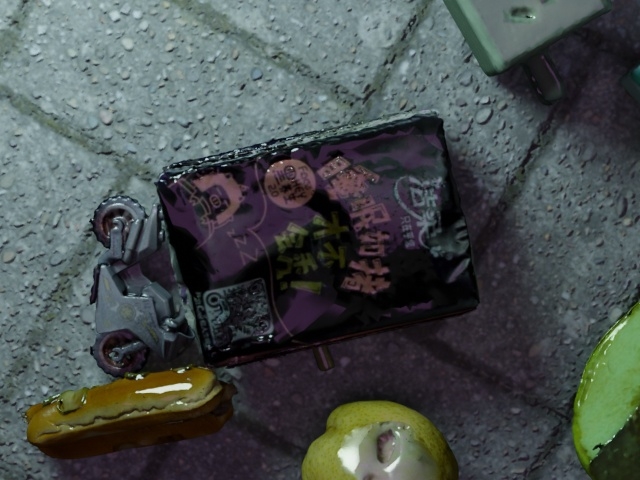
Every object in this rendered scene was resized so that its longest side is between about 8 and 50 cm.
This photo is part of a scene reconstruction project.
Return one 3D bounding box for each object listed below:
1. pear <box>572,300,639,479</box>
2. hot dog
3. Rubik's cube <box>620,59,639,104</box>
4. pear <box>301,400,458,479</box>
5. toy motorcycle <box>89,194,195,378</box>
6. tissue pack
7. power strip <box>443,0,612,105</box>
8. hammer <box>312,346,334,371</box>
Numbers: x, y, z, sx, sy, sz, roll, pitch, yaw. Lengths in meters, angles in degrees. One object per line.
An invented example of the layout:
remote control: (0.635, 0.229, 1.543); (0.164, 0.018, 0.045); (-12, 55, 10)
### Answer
pear: (0.431, 0.184, 1.235); (0.239, 0.139, 0.288); (39, 92, -18)
hot dog: (-0.226, 0.200, 1.262); (0.270, 0.109, 0.072); (-10, 57, 8)
Rubik's cube: (0.463, -0.161, 1.143); (0.265, 0.224, 0.213); (-42, 90, 1)
pear: (0.065, 0.265, 1.232); (0.178, 0.178, 0.177); (0, 97, 1)
toy motorcycle: (-0.207, 0.056, 1.254); (0.123, 0.080, 0.215); (1, 97, 3)
tissue pack: (0.000, 0.000, 1.216); (0.333, 0.123, 0.244); (-13, 101, -1)
power strip: (0.222, -0.257, 1.176); (0.140, 0.139, 0.224); (-31, 95, 4)
hammer: (-0.029, 0.063, 1.284); (0.062, 0.013, 0.198); (-20, 96, 4)
